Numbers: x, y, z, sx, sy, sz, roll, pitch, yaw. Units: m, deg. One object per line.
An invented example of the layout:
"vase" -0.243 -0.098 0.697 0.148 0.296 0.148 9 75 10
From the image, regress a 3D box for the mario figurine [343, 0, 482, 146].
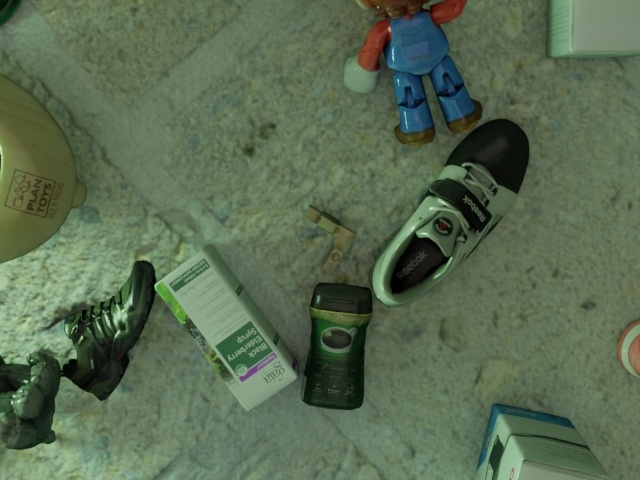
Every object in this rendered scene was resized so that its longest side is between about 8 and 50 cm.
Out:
"mario figurine" 0.135 -0.311 1.843 0.198 0.170 0.320 -27 109 -32

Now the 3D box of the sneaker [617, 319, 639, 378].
"sneaker" 0.598 0.134 1.856 0.314 0.136 0.116 -26 97 4

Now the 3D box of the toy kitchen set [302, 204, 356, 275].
"toy kitchen set" 0.000 0.000 1.887 0.083 0.068 0.075 32 96 -2

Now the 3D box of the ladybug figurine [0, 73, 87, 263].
"ladybug figurine" -0.553 -0.120 1.837 0.449 0.162 0.305 18 96 0

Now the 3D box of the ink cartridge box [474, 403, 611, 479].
"ink cartridge box" 0.297 0.383 1.805 0.129 0.307 0.223 14 97 -1

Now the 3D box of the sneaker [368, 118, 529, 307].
"sneaker" 0.197 -0.031 1.843 0.122 0.146 0.330 35 95 -2

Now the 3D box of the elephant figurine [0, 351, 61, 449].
"elephant figurine" -0.515 0.216 1.872 0.239 0.169 0.186 13 102 4

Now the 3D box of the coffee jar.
"coffee jar" 0.026 0.156 1.899 0.096 0.079 0.184 7 98 4

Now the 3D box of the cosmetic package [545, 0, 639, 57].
"cosmetic package" 0.395 -0.366 1.756 0.138 0.224 0.225 1 97 1

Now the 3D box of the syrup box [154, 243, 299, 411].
"syrup box" -0.136 0.129 1.892 0.093 0.096 0.237 -36 94 5

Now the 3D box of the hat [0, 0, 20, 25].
"hat" -0.523 -0.399 1.792 0.173 0.183 0.208 -4 97 2

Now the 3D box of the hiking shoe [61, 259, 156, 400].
"hiking shoe" -0.324 0.125 1.899 0.114 0.086 0.227 23 98 -5
